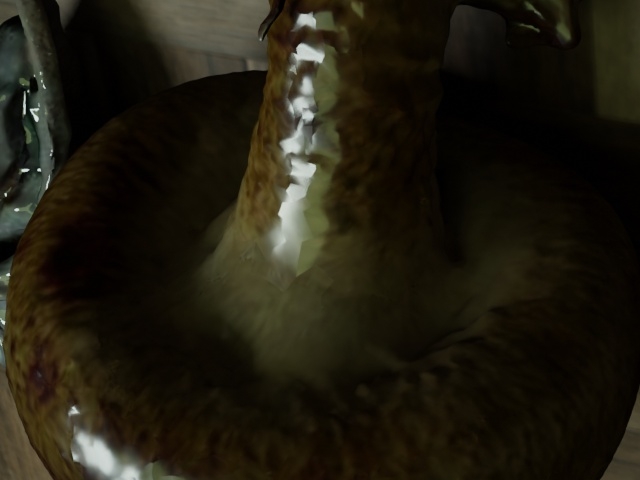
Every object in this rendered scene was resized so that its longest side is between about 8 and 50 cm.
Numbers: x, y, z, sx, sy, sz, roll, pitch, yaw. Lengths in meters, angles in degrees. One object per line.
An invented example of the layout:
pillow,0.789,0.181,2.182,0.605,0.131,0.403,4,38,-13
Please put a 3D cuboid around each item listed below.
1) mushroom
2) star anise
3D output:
mushroom,0.016,0.015,1.008,0.331,0.334,0.356,36,147,5
star anise,-0.219,-0.032,1.250,0.359,0.139,0.316,50,133,2
